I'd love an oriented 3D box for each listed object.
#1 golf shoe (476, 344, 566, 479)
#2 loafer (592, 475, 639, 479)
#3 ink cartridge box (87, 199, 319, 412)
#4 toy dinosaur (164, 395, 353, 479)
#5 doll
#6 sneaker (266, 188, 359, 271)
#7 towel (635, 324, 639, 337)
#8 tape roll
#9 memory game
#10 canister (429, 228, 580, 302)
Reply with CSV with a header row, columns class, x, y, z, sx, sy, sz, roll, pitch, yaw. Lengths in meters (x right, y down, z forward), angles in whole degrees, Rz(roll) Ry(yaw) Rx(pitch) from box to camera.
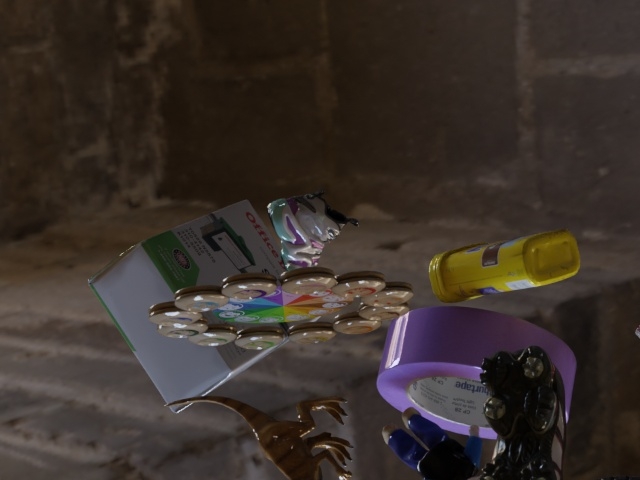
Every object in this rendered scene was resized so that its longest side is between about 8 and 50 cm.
class,x,y,z,sx,sy,sz,roll,pitch,yaw
golf shoe,0.226,0.253,1.449,0.105,0.120,0.273,0,72,30
loafer,0.399,0.375,1.424,0.366,0.134,0.130,26,137,43
ink cartridge box,-0.112,0.061,1.399,0.092,0.219,0.160,-36,87,28
toy dinosaur,-0.034,0.172,1.184,0.211,0.112,0.064,43,135,39
doll,0.168,0.297,1.852,0.189,0.129,0.046,39,162,48
sneaker,0.000,0.000,1.110,0.038,0.069,0.098,-114,7,-47
towel,0.448,0.107,1.399,0.144,0.197,0.029,-135,36,-57
tape roll,0.223,0.193,1.931,0.275,0.275,0.090,-16,51,45
memory game,-0.025,0.050,0.938,0.186,0.186,0.012,-24,65,44
canister,0.252,0.034,1.837,0.170,0.126,0.073,-13,90,48
